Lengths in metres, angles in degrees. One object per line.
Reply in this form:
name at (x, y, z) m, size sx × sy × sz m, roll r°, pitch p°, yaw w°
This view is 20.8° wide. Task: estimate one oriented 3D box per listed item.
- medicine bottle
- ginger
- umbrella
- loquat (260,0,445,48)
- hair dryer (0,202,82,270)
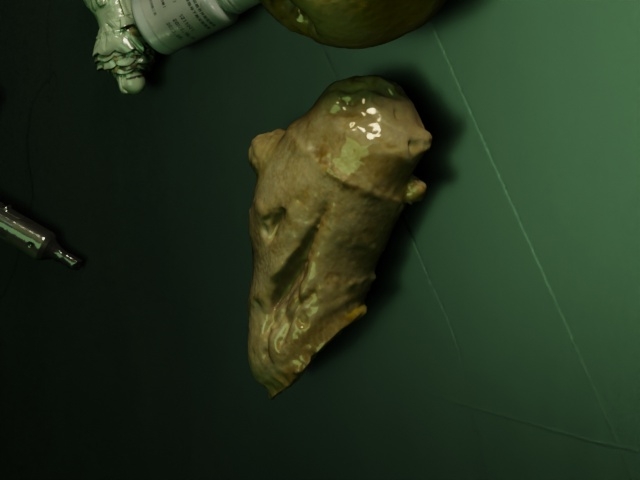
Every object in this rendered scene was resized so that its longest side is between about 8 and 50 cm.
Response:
medicine bottle at (-0.122, -0.250, 1.785) m, size 0.130 × 0.080 × 0.080 m, roll -23°, pitch 91°, yaw 24°
ginger at (0.000, 0.000, 1.758) m, size 0.189 × 0.126 × 0.354 m, roll 16°, pitch 105°, yaw 14°
umbrella at (-0.213, -0.223, 1.840) m, size 0.067 × 0.062 × 0.144 m, roll -14°, pitch 88°, yaw -7°
loquat at (0.032, -0.286, 1.651) m, size 0.213 × 0.213 × 0.213 m, roll 5°, pitch 102°, yaw 22°
hair dryer at (-0.361, -0.054, 1.941) m, size 0.248 × 0.078 × 0.196 m, roll 29°, pitch 110°, yaw 5°
